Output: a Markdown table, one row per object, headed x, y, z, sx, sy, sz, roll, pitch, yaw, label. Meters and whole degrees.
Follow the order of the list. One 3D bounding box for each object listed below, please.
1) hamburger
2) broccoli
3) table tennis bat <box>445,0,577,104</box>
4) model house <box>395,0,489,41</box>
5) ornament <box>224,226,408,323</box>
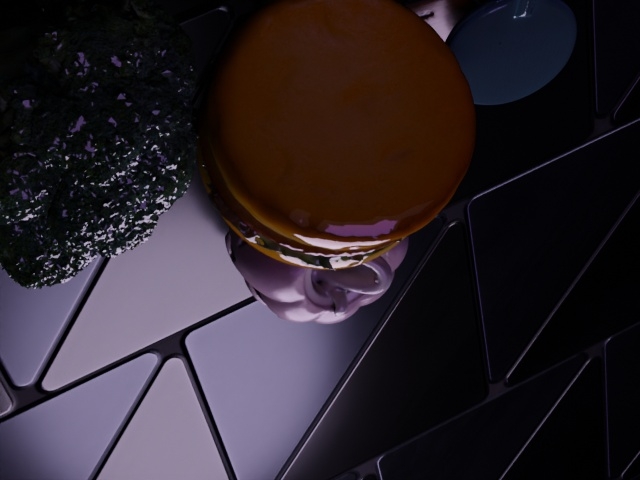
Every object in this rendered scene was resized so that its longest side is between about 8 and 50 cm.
| x | y | z | sx | sy | sz | roll | pitch | yaw | label |
| --- | --- | --- | --- | --- | --- | --- | --- | --- | --- |
| 0.007 | -0.090 | 1.022 | 0.246 | 0.246 | 0.170 | -19 | 171 | -18 | hamburger |
| -0.224 | -0.104 | 0.938 | 0.270 | 0.270 | 0.270 | 21 | 116 | -4 | broccoli |
| 0.168 | -0.190 | 1.022 | 0.124 | 0.033 | 0.201 | -10 | 143 | -10 | table tennis bat |
| 0.127 | -0.185 | 1.123 | 0.207 | 0.136 | 0.219 | -43 | 134 | 3 | model house |
| 0.000 | 0.000 | 1.174 | 0.178 | 0.177 | 0.177 | -16 | 131 | -20 | ornament |
